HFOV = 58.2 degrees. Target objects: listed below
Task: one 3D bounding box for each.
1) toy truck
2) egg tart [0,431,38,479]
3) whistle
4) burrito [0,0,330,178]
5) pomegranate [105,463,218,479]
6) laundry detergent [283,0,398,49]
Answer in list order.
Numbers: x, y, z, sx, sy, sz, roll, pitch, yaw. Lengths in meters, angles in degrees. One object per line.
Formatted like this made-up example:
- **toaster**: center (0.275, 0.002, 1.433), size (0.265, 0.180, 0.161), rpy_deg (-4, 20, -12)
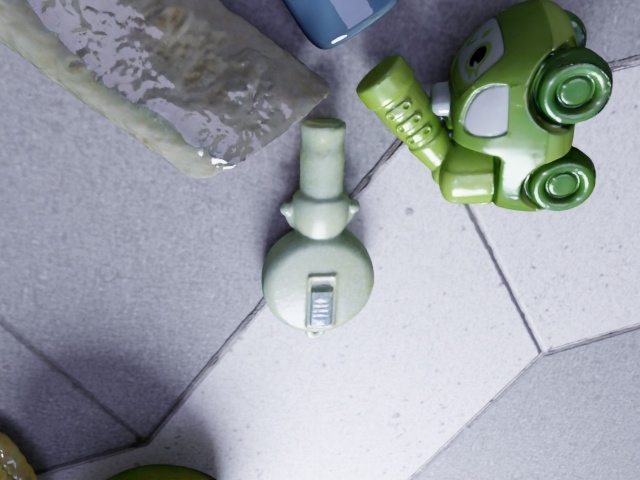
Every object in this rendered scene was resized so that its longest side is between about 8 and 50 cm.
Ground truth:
- **toy truck**: center (0.161, -0.112, 0.552), size (0.210, 0.148, 0.187), rpy_deg (-17, 125, 20)
- **egg tart**: center (-0.489, 0.325, 0.633), size (0.340, 0.132, 0.342), rpy_deg (-4, 115, -10)
- **whistle**: center (0.000, 0.000, 0.611), size (0.125, 0.067, 0.258), rpy_deg (-3, 115, -12)
- **burrito**: center (-0.148, -0.158, 0.476), size (0.299, 0.105, 0.143), rpy_deg (32, 103, -23)
- **pomegranate**: center (-0.233, 0.410, 0.688), size (0.358, 0.216, 0.310), rpy_deg (-6, 115, -7)
- **laundry detergent**: center (-0.020, -0.266, 0.471), size (0.096, 0.061, 0.206), rpy_deg (-32, 118, 15)
